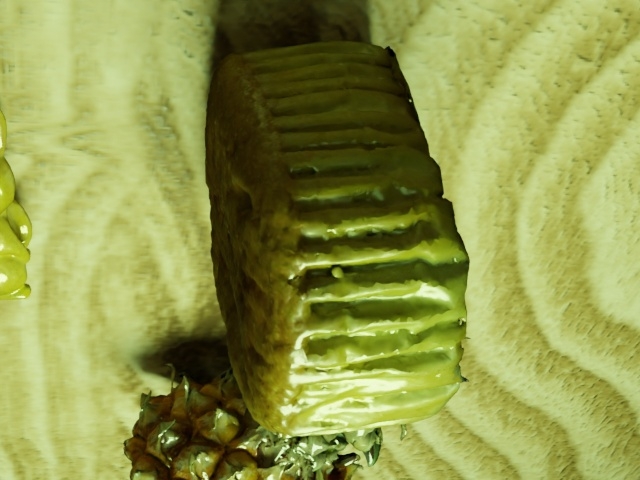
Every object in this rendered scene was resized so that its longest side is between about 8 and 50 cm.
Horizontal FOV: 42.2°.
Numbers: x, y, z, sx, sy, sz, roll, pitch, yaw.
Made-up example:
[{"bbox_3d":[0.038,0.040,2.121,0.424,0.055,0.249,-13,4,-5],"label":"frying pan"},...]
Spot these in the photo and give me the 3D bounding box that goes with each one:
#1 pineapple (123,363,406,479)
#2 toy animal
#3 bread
[{"bbox_3d":[-0.006,0.142,0.758,0.262,0.262,0.272,24,112,-38],"label":"pineapple"},{"bbox_3d":[-0.247,-0.029,0.580,0.083,0.070,0.159,-2,133,-19],"label":"toy animal"},{"bbox_3d":[0.000,0.000,0.548,0.142,0.253,0.227,-2,141,-12],"label":"bread"}]
